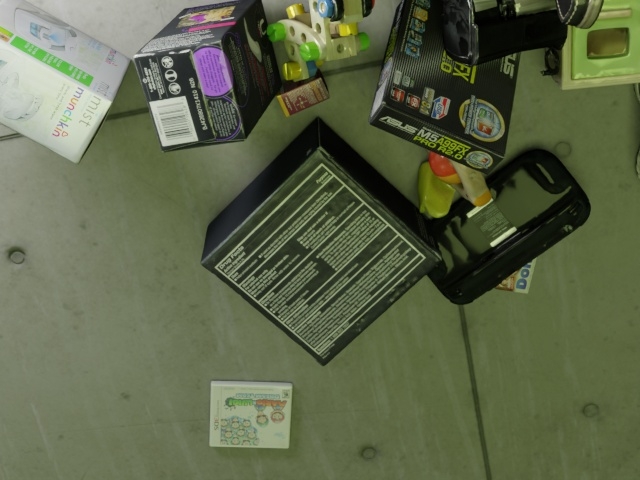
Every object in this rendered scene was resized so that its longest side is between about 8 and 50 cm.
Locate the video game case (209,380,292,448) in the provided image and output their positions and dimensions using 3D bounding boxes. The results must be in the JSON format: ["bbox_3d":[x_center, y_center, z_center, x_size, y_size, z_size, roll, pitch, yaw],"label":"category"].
[{"bbox_3d":[-0.135,0.339,2.225,0.157,0.019,0.143,2,114,-4],"label":"video game case"}]

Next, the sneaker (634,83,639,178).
[{"bbox_3d":[0.602,-0.206,1.979,0.100,0.108,0.271,-7,112,2],"label":"sneaker"}]

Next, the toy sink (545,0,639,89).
[{"bbox_3d":[0.456,-0.379,1.877,0.153,0.131,0.234,-5,116,-1],"label":"toy sink"}]

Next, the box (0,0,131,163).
[{"bbox_3d":[-0.441,-0.259,1.821,0.231,0.262,0.126,28,109,-13],"label":"box"}]

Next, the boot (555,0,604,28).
[{"bbox_3d":[0.263,-0.483,1.690,0.284,0.138,0.377,-2,75,-9],"label":"boot"}]

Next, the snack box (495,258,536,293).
[{"bbox_3d":[0.368,0.010,2.105,0.064,0.022,0.178,8,113,-4],"label":"snack box"}]

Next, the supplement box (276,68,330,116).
[{"bbox_3d":[-0.031,-0.252,1.956,0.083,0.055,0.043,-23,114,8],"label":"supplement box"}]

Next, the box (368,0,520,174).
[{"bbox_3d":[0.207,-0.262,1.857,0.216,0.270,0.060,22,146,-11],"label":"box"}]

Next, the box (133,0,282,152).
[{"bbox_3d":[-0.170,-0.267,1.815,0.143,0.270,0.165,-7,114,15],"label":"box"}]

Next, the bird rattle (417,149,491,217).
[{"bbox_3d":[0.214,-0.158,1.939,0.143,0.207,0.253,-29,122,-10],"label":"bird rattle"}]

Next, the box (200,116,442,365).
[{"bbox_3d":[0.000,0.000,1.996,0.294,0.182,0.296,42,107,-18],"label":"box"}]

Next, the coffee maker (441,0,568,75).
[{"bbox_3d":[0.294,-0.331,1.814,0.178,0.120,0.171,-17,94,-20],"label":"coffee maker"}]

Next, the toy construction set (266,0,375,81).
[{"bbox_3d":[-0.020,-0.412,1.814,0.151,0.215,0.327,-31,115,-24],"label":"toy construction set"}]

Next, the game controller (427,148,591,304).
[{"bbox_3d":[0.320,-0.022,2.059,0.319,0.067,0.166,-37,89,17],"label":"game controller"}]
